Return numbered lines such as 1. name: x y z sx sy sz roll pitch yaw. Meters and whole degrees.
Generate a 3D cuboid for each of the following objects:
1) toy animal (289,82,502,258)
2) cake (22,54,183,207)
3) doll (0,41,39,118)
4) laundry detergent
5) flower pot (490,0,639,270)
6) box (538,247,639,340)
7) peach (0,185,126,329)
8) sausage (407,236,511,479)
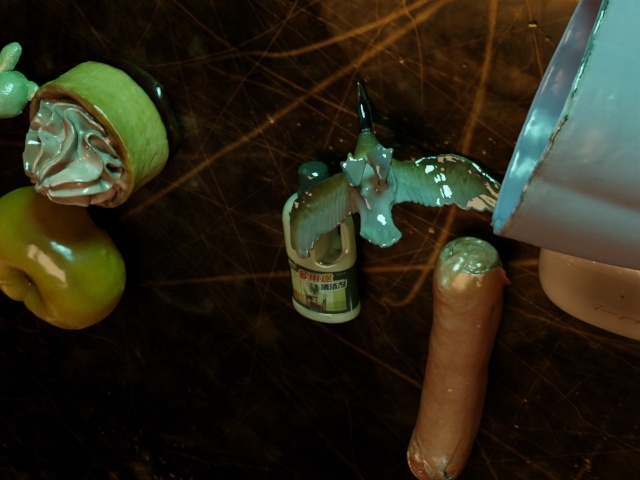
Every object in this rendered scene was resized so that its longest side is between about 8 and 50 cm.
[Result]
1. toy animal: 0.069 -0.083 1.069 0.273 0.160 0.197 -10 97 10
2. cake: -0.313 -0.129 1.264 0.185 0.178 0.208 50 132 -8
3. doll: -0.470 -0.244 1.362 0.115 0.077 0.150 -31 93 5
4. laundry detergent: 0.000 0.000 1.231 0.099 0.070 0.225 19 131 31
5. flower pot: 0.310 -0.080 0.849 0.243 0.265 0.265 23 133 6
6. box: 0.336 0.036 1.023 0.200 0.088 0.146 19 133 19
7. peach: -0.418 0.032 1.481 0.251 0.153 0.251 32 149 22
8. sausage: 0.174 0.175 1.232 0.094 0.094 0.418 5 127 3
